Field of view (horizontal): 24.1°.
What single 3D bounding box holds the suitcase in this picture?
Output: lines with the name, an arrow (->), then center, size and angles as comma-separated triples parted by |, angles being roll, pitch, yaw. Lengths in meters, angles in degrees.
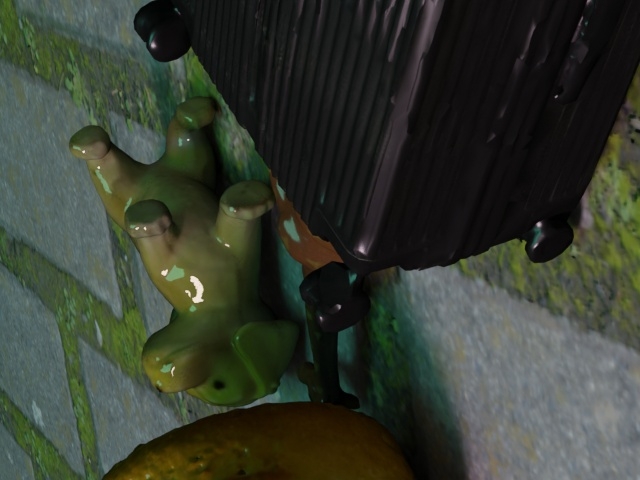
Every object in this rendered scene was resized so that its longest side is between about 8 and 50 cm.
suitcase -> 0.041, -0.159, 0.660 | 0.229, 0.152, 0.335 | 56, 150, 32

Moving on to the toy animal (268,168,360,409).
toy animal -> 0.000, 0.000, 0.948 | 0.224, 0.066, 0.230 | -23, 88, 65

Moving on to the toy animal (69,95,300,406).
toy animal -> -0.100, 0.008, 1.111 | 0.168, 0.121, 0.233 | 90, 155, -54

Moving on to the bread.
bread -> -0.034, 0.211, 0.952 | 0.268, 0.268, 0.146 | 107, 151, -50
